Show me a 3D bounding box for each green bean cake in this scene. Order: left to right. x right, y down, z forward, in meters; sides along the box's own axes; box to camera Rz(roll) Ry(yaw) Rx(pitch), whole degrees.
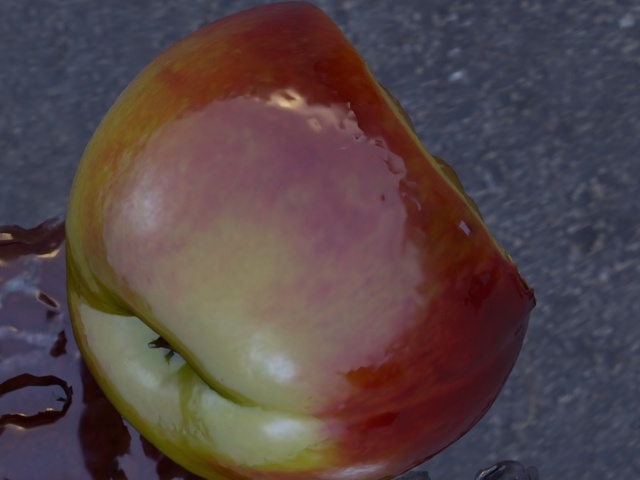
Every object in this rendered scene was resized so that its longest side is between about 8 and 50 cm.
[{"bbox_3d":[-0.106,0.102,0.863,0.198,0.097,0.233,-8,74,-8],"label":"green bean cake"}]

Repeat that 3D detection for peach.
[{"bbox_3d":[0.000,0.000,0.727,0.190,0.192,0.190,31,143,26],"label":"peach"}]

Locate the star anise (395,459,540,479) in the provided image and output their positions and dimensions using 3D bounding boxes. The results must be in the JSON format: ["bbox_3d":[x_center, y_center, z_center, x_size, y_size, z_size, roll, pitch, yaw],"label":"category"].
[{"bbox_3d":[0.136,0.294,1.530,0.331,0.332,0.118,22,137,26],"label":"star anise"}]
